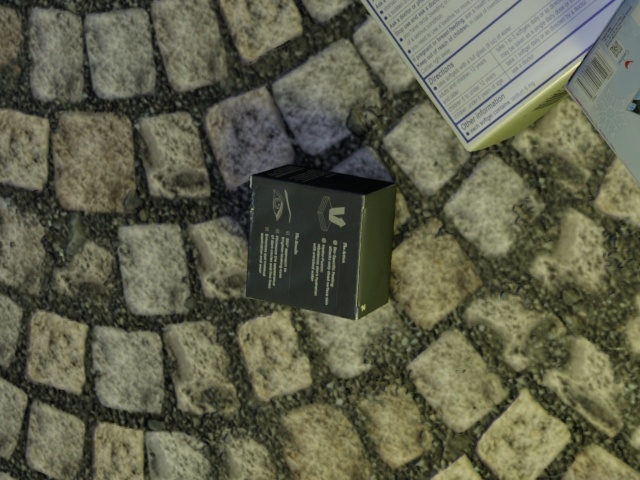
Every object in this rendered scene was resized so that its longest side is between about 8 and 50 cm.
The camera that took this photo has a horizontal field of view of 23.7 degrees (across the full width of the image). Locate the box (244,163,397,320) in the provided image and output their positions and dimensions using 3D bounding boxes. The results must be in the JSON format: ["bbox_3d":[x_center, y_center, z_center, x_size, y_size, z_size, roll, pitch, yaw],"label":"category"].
[{"bbox_3d":[0.000,0.000,1.846,0.158,0.093,0.156,11,107,27],"label":"box"}]

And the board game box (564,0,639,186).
[{"bbox_3d":[0.393,-0.136,1.342,0.318,0.066,0.318,59,140,27],"label":"board game box"}]

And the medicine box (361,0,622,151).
[{"bbox_3d":[0.199,-0.292,1.638,0.263,0.149,0.289,-38,82,30],"label":"medicine box"}]
